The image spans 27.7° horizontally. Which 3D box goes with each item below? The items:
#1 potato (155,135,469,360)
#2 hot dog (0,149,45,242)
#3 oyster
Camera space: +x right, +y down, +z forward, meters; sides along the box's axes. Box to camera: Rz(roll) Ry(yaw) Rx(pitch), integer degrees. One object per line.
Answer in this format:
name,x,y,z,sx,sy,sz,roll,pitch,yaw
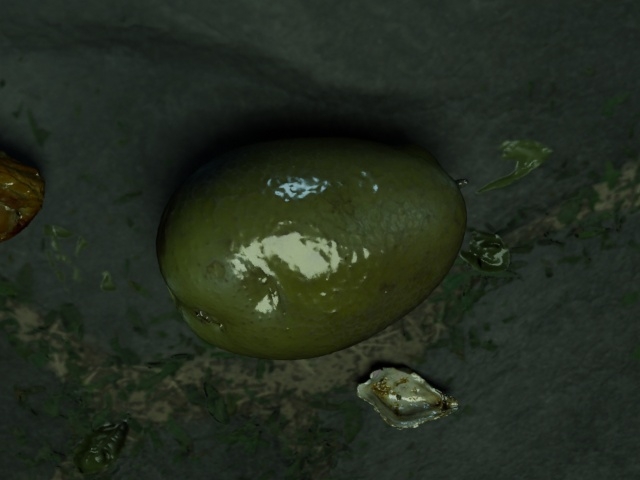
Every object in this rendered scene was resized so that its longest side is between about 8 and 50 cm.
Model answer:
potato,0.000,0.000,1.008,0.251,0.159,0.174,-18,149,-6
hot dog,-0.283,-0.048,0.991,0.147,0.065,0.099,33,124,-28
oyster,0.077,0.145,1.190,0.093,0.034,0.051,33,98,-13
